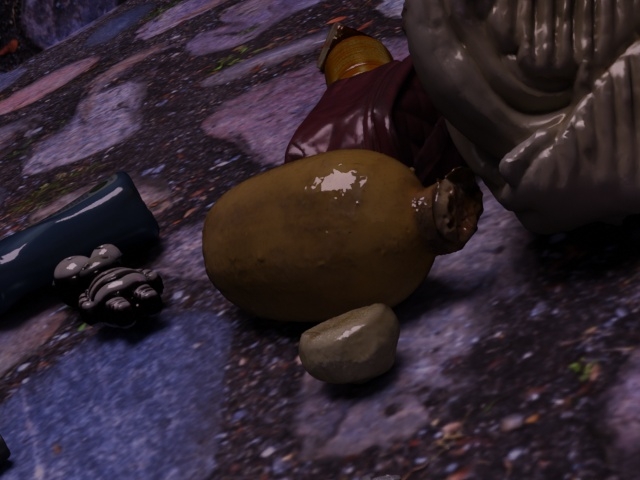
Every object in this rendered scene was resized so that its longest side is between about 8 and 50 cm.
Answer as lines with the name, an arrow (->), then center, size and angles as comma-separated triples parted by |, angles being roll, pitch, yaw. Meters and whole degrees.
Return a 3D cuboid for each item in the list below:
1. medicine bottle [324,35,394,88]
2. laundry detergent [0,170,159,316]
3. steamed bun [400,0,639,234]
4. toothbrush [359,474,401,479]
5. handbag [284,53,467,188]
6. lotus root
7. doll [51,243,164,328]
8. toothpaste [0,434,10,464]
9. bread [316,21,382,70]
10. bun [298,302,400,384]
medicine bottle -> 0.056, -0.193, 1.544 | 0.096, 0.096, 0.192 | -21, 22, 6
laundry detergent -> -0.334, 0.025, 1.441 | 0.289, 0.094, 0.143 | -30, 11, -7
steamed bun -> 0.241, -0.155, 1.057 | 0.324, 0.310, 0.219 | -27, -8, -7
toothbrush -> 0.051, 0.225, 0.668 | 0.029, 0.024, 0.354 | -14, 21, 2
handbag -> 0.068, -0.092, 1.229 | 0.135, 0.146, 0.225 | -15, 23, 27
lotus root -> -0.002, -0.002, 1.087 | 0.303, 0.146, 0.131 | -10, 19, 40
doll -> -0.229, 0.049, 1.307 | 0.091, 0.067, 0.219 | -26, 19, -21
toothpaste -> -0.366, 0.243, 1.032 | 0.062, 0.039, 0.239 | 12, 42, 45
bread -> 0.037, -0.307, 1.881 | 0.108, 0.062, 0.043 | -23, 20, -8
bun -> 0.026, 0.088, 0.977 | 0.086, 0.055, 0.086 | -21, 7, 3
